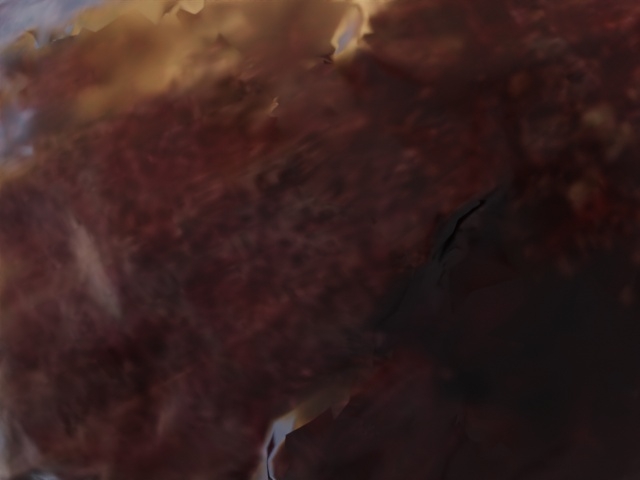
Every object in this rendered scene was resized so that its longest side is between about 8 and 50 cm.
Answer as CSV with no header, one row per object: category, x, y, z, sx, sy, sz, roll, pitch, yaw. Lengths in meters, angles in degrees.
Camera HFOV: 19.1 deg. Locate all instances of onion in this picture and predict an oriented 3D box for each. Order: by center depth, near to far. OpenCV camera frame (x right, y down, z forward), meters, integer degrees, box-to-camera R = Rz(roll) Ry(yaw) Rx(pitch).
onion,0.000,0.000,0.370,0.283,0.120,0.227,-31,-95,27
